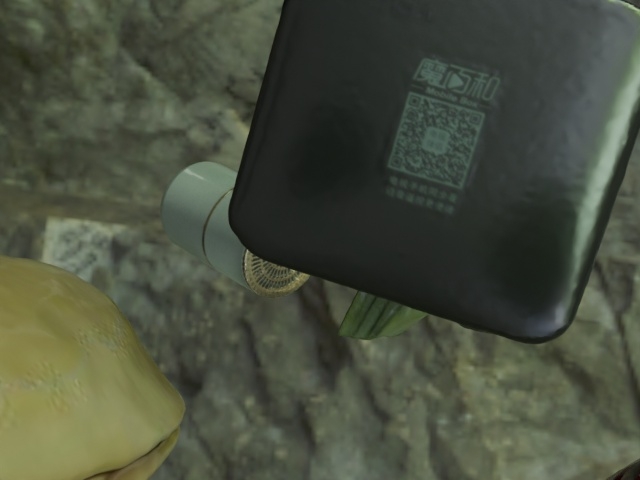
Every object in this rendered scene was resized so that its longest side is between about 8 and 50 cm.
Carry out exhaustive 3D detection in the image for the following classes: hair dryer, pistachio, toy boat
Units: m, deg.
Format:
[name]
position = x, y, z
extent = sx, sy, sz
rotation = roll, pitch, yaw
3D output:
[hair dryer]
position = 0.000, 0.000, 1.482
extent = 0.173, 0.357, 0.107
rotation = 30, -76, 45
[pistachio]
position = -0.170, 0.090, 0.613
extent = 0.293, 0.181, 0.162
rotation = -11, 116, -74
[toy boat]
position = 0.101, -0.037, 1.124
extent = 0.055, 0.093, 0.293
rotation = 30, -74, 33

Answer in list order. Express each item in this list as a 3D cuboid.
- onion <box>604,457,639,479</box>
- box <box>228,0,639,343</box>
[onion]
position = 0.203, 0.213, 0.709
extent = 0.206, 0.207, 0.216
rotation = 72, 26, -42
[box]
position = 0.094, -0.086, 1.018
extent = 0.073, 0.290, 0.289
rotation = -55, 162, -76
